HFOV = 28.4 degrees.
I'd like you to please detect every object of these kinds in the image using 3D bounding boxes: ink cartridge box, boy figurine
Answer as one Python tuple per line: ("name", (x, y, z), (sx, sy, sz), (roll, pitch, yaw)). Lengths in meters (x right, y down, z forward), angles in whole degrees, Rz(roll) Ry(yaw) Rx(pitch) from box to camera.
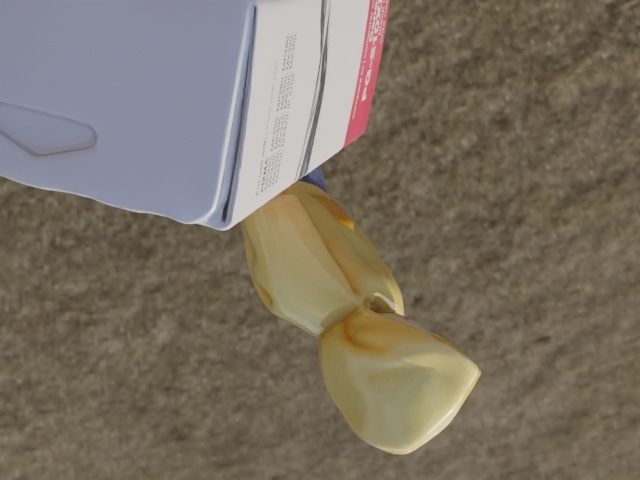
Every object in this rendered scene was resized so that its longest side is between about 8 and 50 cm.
("ink cartridge box", (-0.078, -0.094, 0.610), (0.172, 0.237, 0.100), (14, 107, 12))
("boy figurine", (0.000, 0.000, 0.804), (0.092, 0.285, 0.177), (-36, 150, 10))
